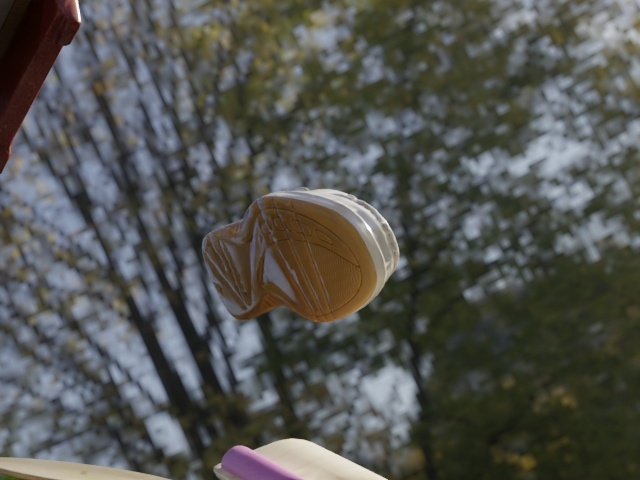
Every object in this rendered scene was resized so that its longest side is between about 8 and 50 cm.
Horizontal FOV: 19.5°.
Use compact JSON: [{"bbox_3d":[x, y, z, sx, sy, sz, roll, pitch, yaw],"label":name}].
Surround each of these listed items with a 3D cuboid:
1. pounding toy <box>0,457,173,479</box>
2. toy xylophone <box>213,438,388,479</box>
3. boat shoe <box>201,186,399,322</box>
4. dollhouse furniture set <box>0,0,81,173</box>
[{"bbox_3d":[-0.221,0.254,1.604,0.183,0.110,0.237,7,-3,22],"label":"pounding toy"},{"bbox_3d":[0.055,0.265,1.230,0.081,0.322,0.236,-33,14,-20],"label":"toy xylophone"},{"bbox_3d":[0.000,0.000,1.370,0.096,0.098,0.277,-23,7,-22],"label":"boat shoe"},{"bbox_3d":[-0.283,-0.065,0.994,0.201,0.152,0.374,10,-42,-24],"label":"dollhouse furniture set"}]
